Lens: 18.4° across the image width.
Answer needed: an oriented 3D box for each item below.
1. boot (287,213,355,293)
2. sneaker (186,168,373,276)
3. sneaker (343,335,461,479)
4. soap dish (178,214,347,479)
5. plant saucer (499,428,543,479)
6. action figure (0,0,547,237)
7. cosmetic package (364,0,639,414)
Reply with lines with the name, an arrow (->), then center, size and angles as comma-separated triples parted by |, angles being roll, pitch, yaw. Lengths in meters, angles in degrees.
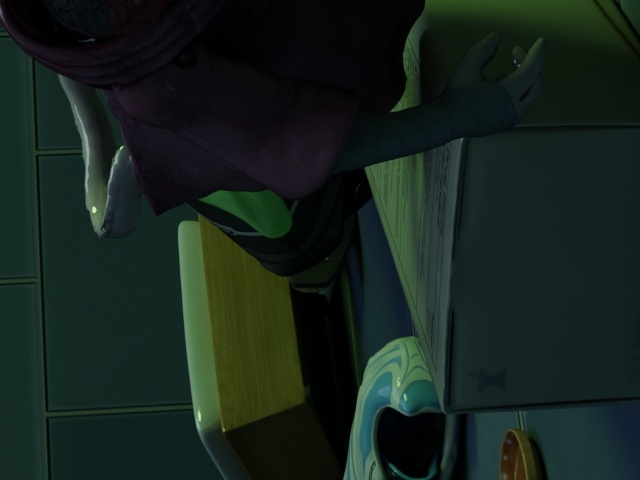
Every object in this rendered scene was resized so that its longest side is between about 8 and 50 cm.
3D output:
boot -> 0.000, 0.000, 1.996 | 0.137, 0.077, 0.198 | 88, -173, -51
sneaker -> -0.037, -0.113, 1.694 | 0.202, 0.185, 0.483 | 55, -158, -19
sneaker -> 0.060, 0.182, 1.484 | 0.086, 0.085, 0.237 | -94, 5, -53
soap dish -> -0.056, 0.124, 2.039 | 0.229, 0.118, 0.290 | 65, -167, -52
plant saucer -> 0.127, 0.159, 1.236 | 0.083, 0.013, 0.083 | 178, 90, -82
action figure -> -0.065, -0.128, 0.815 | 0.370, 0.276, 0.248 | -21, -87, -74
cosmetic package -> 0.093, -0.060, 1.043 | 0.309, 0.113, 0.160 | -106, 15, -58
